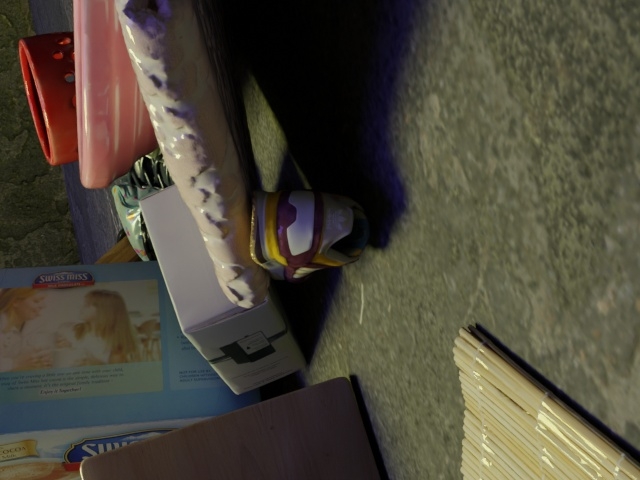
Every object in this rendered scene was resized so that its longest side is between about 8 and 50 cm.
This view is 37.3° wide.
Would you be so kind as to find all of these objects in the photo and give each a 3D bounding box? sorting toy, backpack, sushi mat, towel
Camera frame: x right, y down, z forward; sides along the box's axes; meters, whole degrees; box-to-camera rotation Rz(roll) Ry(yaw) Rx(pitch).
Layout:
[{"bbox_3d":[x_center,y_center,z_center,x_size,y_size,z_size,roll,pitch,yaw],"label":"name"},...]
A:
[{"bbox_3d":[-0.058,0.287,0.881,0.089,0.255,0.257,91,161,-82],"label":"sorting toy"},{"bbox_3d":[-0.208,-0.033,1.266,0.182,0.115,0.152,-131,28,-58],"label":"backpack"},{"bbox_3d":[0.156,0.174,0.505,0.316,0.019,0.151,-139,37,-59],"label":"sushi mat"},{"bbox_3d":[-0.102,-0.156,0.738,0.332,0.053,0.317,76,-179,-57],"label":"towel"}]

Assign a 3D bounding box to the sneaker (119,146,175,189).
[{"bbox_3d":[-0.175,-0.086,1.109,0.300,0.121,0.111,-134,32,-56],"label":"sneaker"}]

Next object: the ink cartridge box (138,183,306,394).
[{"bbox_3d":[-0.092,0.046,0.939,0.208,0.086,0.153,71,176,-64],"label":"ink cartridge box"}]

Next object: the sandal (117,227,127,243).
[{"bbox_3d":[-0.391,0.043,1.958,0.040,0.067,0.179,50,149,30],"label":"sandal"}]

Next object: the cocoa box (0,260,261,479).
[{"bbox_3d":[-0.253,0.178,1.136,0.228,0.347,0.231,99,165,-50],"label":"cocoa box"}]

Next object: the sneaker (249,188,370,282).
[{"bbox_3d":[0.000,0.000,0.754,0.185,0.083,0.070,22,-109,-80],"label":"sneaker"}]

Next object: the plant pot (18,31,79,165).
[{"bbox_3d":[-0.342,-0.221,1.411,0.191,0.174,0.191,165,90,-73],"label":"plant pot"}]

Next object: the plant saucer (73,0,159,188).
[{"bbox_3d":[-0.211,-0.219,0.981,0.332,0.084,0.332,179,90,-75],"label":"plant saucer"}]

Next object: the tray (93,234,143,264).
[{"bbox_3d":[-0.373,0.169,1.583,0.411,0.076,0.203,-54,-36,-57],"label":"tray"}]
